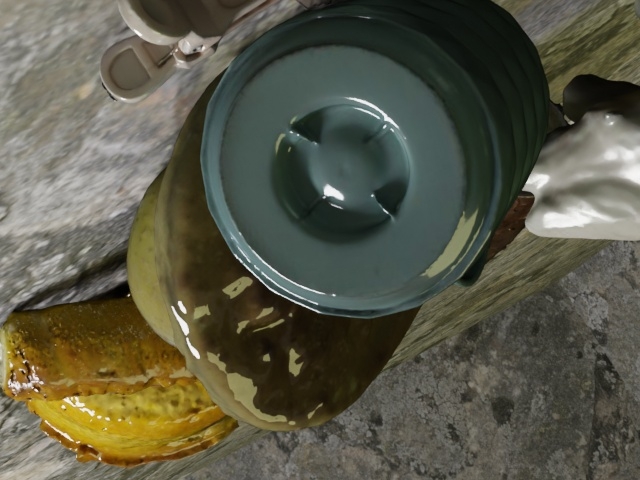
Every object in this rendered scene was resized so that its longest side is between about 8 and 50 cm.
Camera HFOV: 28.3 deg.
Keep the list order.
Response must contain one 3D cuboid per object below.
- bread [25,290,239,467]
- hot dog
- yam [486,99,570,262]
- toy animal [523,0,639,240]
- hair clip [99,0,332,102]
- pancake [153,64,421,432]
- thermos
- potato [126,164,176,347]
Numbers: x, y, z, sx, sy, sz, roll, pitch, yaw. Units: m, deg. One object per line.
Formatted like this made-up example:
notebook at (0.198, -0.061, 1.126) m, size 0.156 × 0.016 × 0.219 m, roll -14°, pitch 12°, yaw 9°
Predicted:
bread at (-0.120, 0.107, 1.109) m, size 0.260 × 0.147 × 0.160 m, roll -27°, pitch 170°, yaw -23°
hot dog at (-0.106, 0.080, 0.995) m, size 0.289 × 0.083 × 0.068 m, roll -5°, pitch -163°, yaw -22°
yam at (0.144, -0.047, 1.189) m, size 0.131 × 0.131 × 0.280 m, roll -28°, pitch 167°, yaw -17°
toy animal at (0.277, -0.142, 0.974) m, size 0.307 × 0.266 × 0.188 m, roll -7°, pitch 158°, yaw 5°
hair clip at (-0.008, -0.138, 0.630) m, size 0.226 × 0.034 × 0.072 m, roll -29°, pitch 168°, yaw -17°
pancake at (0.000, 0.000, 0.784) m, size 0.242 × 0.242 × 0.050 m, roll -21°, pitch -158°, yaw -41°
thermos at (0.056, -0.053, 0.694) m, size 0.145 × 0.182 × 0.286 m, roll -5°, pitch -167°, yaw 20°
potato at (-0.068, 0.012, 0.885) m, size 0.157 × 0.157 × 0.194 m, roll -25°, pitch 180°, yaw -31°
